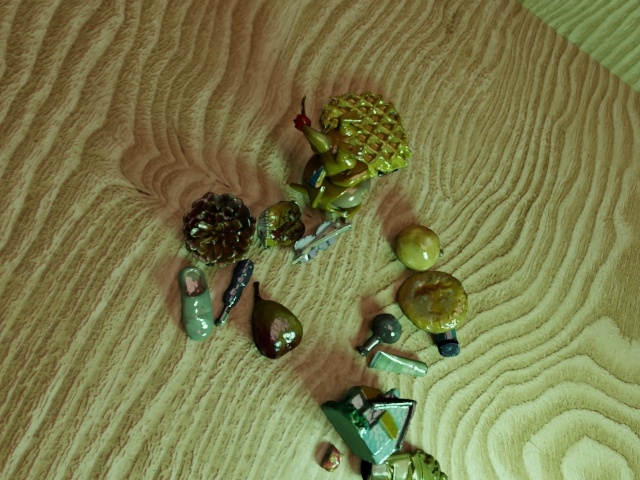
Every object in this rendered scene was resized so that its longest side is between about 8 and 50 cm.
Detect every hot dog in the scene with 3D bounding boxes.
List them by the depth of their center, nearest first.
[{"bbox_3d":[-0.131,-0.058,1.738,0.270,0.081,0.163,-20,116,-63],"label":"hot dog"}]

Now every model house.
[{"bbox_3d":[0.183,0.561,1.639,0.248,0.280,0.230,-36,87,-21],"label":"model house"}]

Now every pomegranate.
[{"bbox_3d":[0.385,0.029,1.926,0.196,0.196,0.196,6,73,-19],"label":"pomegranate"}]

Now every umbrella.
[{"bbox_3d":[-0.292,0.179,1.696,0.071,0.071,0.248,23,72,-13],"label":"umbrella"}]

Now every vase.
[{"bbox_3d":[0.211,0.352,1.813,0.183,0.120,0.120,-42,92,-12],"label":"vase"}]

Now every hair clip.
[{"bbox_3d":[0.000,0.000,1.831,0.292,0.084,0.106,-35,132,-23],"label":"hair clip"}]

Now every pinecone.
[{"bbox_3d":[-0.328,-0.027,1.629,0.264,0.264,0.264,6,73,-19],"label":"pinecone"}]

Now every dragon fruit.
[{"bbox_3d":[0.044,0.734,1.662,0.056,0.060,0.083,38,63,-3],"label":"dragon fruit"}]

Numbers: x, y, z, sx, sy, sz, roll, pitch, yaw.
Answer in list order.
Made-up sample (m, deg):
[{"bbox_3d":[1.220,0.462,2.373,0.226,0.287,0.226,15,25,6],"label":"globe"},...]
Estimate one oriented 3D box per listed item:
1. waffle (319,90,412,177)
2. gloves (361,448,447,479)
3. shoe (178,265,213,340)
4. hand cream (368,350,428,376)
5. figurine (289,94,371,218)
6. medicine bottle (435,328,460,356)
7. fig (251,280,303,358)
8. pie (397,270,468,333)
[{"bbox_3d":[0.189,-0.442,2.044,0.379,0.095,0.382,-14,78,-22],"label":"waffle"},{"bbox_3d":[0.302,0.795,1.697,0.331,0.141,0.154,12,70,-17],"label":"gloves"},{"bbox_3d":[-0.407,0.198,1.623,0.103,0.100,0.251,-9,76,-23],"label":"shoe"},{"bbox_3d":[0.296,0.462,1.834,0.235,0.086,0.055,16,26,-19],"label":"hand cream"},{"bbox_3d":[0.036,-0.279,1.746,0.268,0.387,0.401,-13,65,-12],"label":"figurine"},{"bbox_3d":[0.476,0.319,1.913,0.079,0.124,0.258,-9,74,8],"label":"medicine bottle"},{"bbox_3d":[-0.170,0.258,1.685,0.170,0.145,0.274,-19,69,-26],"label":"fig"},{"bbox_3d":[0.425,0.225,1.885,0.273,0.069,0.273,-5,61,10],"label":"pie"}]
